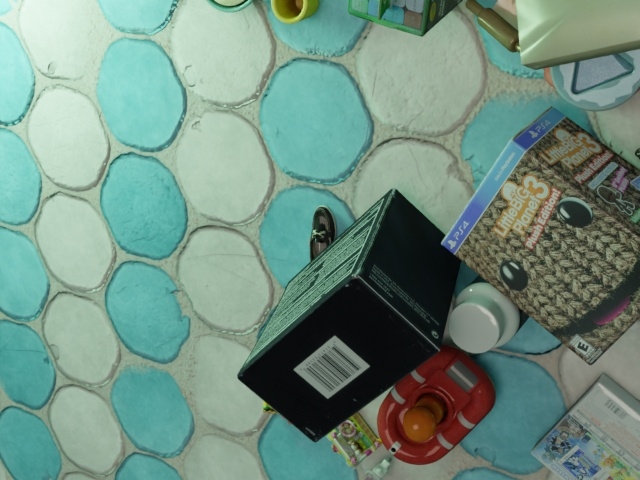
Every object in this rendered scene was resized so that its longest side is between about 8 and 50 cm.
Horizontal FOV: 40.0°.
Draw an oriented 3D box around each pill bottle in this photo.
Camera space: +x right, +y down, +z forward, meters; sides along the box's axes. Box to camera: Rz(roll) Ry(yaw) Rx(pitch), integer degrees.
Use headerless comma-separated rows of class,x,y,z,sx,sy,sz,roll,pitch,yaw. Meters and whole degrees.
pill bottle,0.271,0.110,1.391,0.108,0.180,0.107,9,109,26

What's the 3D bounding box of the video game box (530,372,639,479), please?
video game box,0.481,0.349,1.427,0.205,0.048,0.187,41,118,13

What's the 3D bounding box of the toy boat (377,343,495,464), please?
toy boat,0.184,0.297,1.512,0.151,0.151,0.231,42,120,12

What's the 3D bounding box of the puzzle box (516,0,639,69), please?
puzzle box,0.376,-0.444,1.119,0.272,0.052,0.408,-5,86,36

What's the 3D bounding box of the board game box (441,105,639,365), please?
board game box,0.369,-0.007,1.292,0.291,0.141,0.232,40,135,14

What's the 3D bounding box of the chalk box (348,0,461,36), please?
chalk box,0.124,-0.394,1.285,0.132,0.213,0.132,24,134,21

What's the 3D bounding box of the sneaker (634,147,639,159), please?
sneaker,0.508,-0.075,1.291,0.065,0.061,0.157,0,115,61

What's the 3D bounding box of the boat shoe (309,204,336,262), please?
boat shoe,0.000,0.000,1.589,0.046,0.038,0.125,12,110,25

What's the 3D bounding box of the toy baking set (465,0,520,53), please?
toy baking set,0.307,-0.358,1.243,0.256,0.030,0.196,57,133,32

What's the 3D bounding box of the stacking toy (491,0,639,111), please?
stacking toy,0.375,-0.351,1.227,0.280,0.130,0.308,32,117,16

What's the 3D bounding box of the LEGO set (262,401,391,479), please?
LEGO set,0.002,0.361,1.656,0.287,0.107,0.132,32,118,17

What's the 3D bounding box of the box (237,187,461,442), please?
box,0.059,0.116,1.427,0.183,0.294,0.296,42,122,-10

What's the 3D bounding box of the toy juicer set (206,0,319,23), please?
toy juicer set,-0.151,-0.495,1.494,0.329,0.089,0.209,16,112,24
